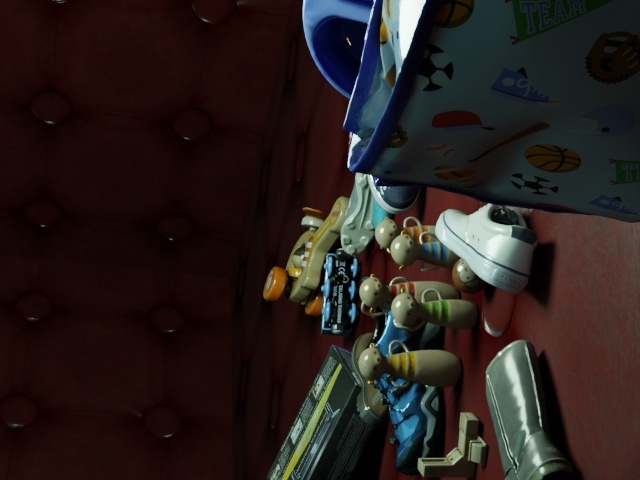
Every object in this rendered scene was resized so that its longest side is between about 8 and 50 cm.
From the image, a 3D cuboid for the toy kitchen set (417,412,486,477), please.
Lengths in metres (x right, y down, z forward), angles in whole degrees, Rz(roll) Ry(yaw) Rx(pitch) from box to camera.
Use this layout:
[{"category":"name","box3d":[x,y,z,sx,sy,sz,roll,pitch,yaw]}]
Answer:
[{"category":"toy kitchen set","box3d":[0.181,0.287,1.602,0.068,0.075,0.083,-136,48,-75]}]

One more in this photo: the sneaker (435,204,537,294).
[{"category":"sneaker","box3d":[0.228,-0.008,1.546,0.091,0.094,0.258,-63,19,9]}]

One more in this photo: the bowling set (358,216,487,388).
[{"category":"bowling set","box3d":[0.147,0.056,1.703,0.200,0.154,0.287,114,159,-59]}]

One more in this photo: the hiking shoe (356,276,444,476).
[{"category":"hiking shoe","box3d":[0.117,0.214,1.827,0.113,0.132,0.304,124,150,-68]}]

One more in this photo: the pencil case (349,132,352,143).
[{"category":"pencil case","box3d":[0.110,-0.274,2.295,0.088,0.086,0.206,17,103,54]}]

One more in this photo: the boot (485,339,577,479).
[{"category":"boot","box3d":[0.227,0.251,1.393,0.190,0.076,0.208,-61,28,29]}]

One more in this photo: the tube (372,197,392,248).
[{"category":"tube","box3d":[0.122,-0.087,2.209,0.080,0.052,0.207,-96,12,-47]}]

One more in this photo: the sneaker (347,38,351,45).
[{"category":"sneaker","box3d":[0.126,-0.312,2.162,0.099,0.121,0.263,21,-124,-58]}]

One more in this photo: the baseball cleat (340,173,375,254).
[{"category":"baseball cleat","box3d":[0.091,-0.075,2.349,0.109,0.072,0.206,-74,1,-66]}]

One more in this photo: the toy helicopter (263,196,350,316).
[{"category":"toy helicopter","box3d":[0.000,0.000,2.681,0.355,0.140,0.235,128,157,-51]}]

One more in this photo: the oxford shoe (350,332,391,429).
[{"category":"oxford shoe","box3d":[0.111,0.226,2.048,0.096,0.082,0.227,-57,22,24]}]

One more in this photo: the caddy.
[{"category":"caddy","box3d":[0.150,-0.275,1.462,0.179,0.341,0.241,-64,-15,-67]}]

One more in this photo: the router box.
[{"category":"router box","box3d":[0.010,0.378,2.203,0.309,0.081,0.243,-64,14,7]}]

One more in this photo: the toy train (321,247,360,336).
[{"category":"toy train","box3d":[0.038,0.112,2.451,0.105,0.080,0.184,110,163,-71]}]

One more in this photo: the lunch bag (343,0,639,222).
[{"category":"lunch bag","box3d":[0.212,-0.182,1.042,0.385,0.327,0.239,105,171,-47]}]

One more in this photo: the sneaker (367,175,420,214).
[{"category":"sneaker","box3d":[0.146,-0.196,2.003,0.153,0.099,0.282,118,159,-67]}]
